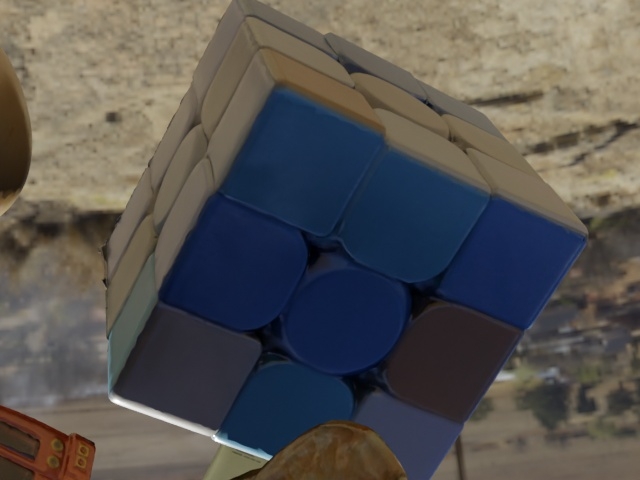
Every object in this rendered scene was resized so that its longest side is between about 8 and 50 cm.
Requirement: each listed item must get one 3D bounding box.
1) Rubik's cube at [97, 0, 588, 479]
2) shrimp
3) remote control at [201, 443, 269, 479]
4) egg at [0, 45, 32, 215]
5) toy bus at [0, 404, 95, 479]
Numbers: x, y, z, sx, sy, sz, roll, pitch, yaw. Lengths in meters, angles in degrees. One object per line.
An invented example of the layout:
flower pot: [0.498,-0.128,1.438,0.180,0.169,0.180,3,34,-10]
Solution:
Rubik's cube: [0.000,0.000,1.219,0.344,0.347,0.347,23,110,-20]
shrimp: [-0.037,0.240,0.851,0.058,0.169,0.296,15,143,-41]
remote control: [-0.104,0.304,1.442,0.090,0.309,0.038,19,123,5]
egg: [-0.339,-0.101,0.973,0.201,0.201,0.244,-16,140,24]
toy bus: [-0.313,0.250,0.899,0.153,0.143,0.329,34,128,-28]
